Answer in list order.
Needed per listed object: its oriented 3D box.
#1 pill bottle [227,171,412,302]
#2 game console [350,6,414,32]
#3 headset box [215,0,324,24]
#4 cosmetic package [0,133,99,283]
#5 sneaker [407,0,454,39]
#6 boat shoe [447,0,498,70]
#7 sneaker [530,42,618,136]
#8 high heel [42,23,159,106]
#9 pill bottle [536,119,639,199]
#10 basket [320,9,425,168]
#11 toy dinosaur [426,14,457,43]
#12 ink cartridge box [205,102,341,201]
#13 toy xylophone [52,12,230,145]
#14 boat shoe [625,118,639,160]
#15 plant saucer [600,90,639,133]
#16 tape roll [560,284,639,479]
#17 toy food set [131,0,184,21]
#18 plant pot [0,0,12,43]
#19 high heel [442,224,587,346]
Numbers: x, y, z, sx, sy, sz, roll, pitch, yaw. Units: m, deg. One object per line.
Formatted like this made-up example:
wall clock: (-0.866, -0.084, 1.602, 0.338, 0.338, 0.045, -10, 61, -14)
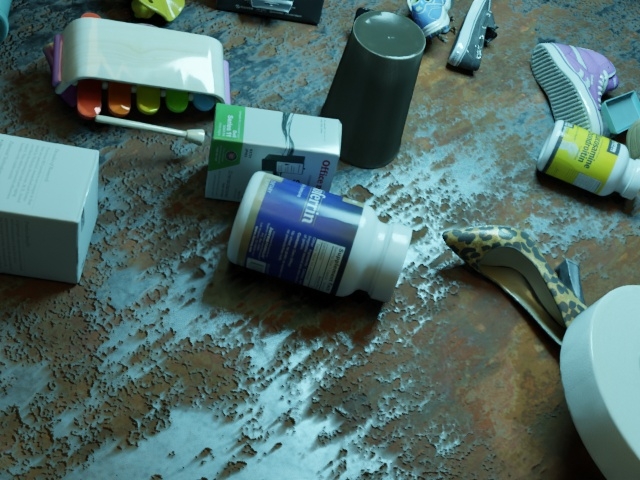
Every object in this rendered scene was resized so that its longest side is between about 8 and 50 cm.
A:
pill bottle: (0.000, 0.000, 1.475, 0.265, 0.153, 0.153, 18, 50, 0)
game console: (0.119, -0.395, 1.877, 0.122, 0.107, 0.071, 14, 22, -3)
headset box: (-0.096, -0.572, 1.938, 0.218, 0.110, 0.293, 7, 51, -8)
cosmetic package: (-0.436, -0.048, 1.409, 0.184, 0.151, 0.151, 9, 50, -7)
sneaker: (0.224, -0.495, 1.945, 0.081, 0.080, 0.211, 50, 24, -27)
boat shoe: (0.329, -0.434, 1.954, 0.076, 0.080, 0.228, 25, 51, -1)
sneaker: (0.541, -0.295, 1.879, 0.161, 0.102, 0.282, 1, 52, -16)
high heel: (-0.374, -0.319, 1.707, 0.244, 0.082, 0.117, -23, 89, -42)
pill bottle: (0.503, -0.144, 1.744, 0.184, 0.103, 0.103, 23, 50, 5)
basket: (0.096, -0.277, 1.672, 0.154, 0.227, 0.204, 1, 52, -13)
toy dinosaur: (0.245, -0.439, 1.975, 0.082, 0.047, 0.090, -19, 25, -16)
ink cartridge box: (-0.080, -0.135, 1.564, 0.209, 0.153, 0.086, 6, 52, -8)
toy xylophone: (-0.302, -0.275, 1.629, 0.323, 0.081, 0.236, 13, 65, -20)
boat shoe: (0.684, -0.113, 1.770, 0.092, 0.103, 0.285, -15, 60, -30)
plant saucer: (0.594, -0.251, 1.852, 0.192, 0.018, 0.067, -23, 90, -53)
tape roll: (0.523, 0.246, 1.382, 0.392, 0.072, 0.392, 19, 47, -22)
toy food set: (-0.342, -0.505, 1.862, 0.128, 0.071, 0.217, 17, 47, -32)
plant pot: (-0.652, -0.466, 1.639, 0.272, 0.271, 0.255, -7, 70, -19)
high heel: (0.318, 0.074, 1.526, 0.261, 0.093, 0.186, 18, 43, -10)
